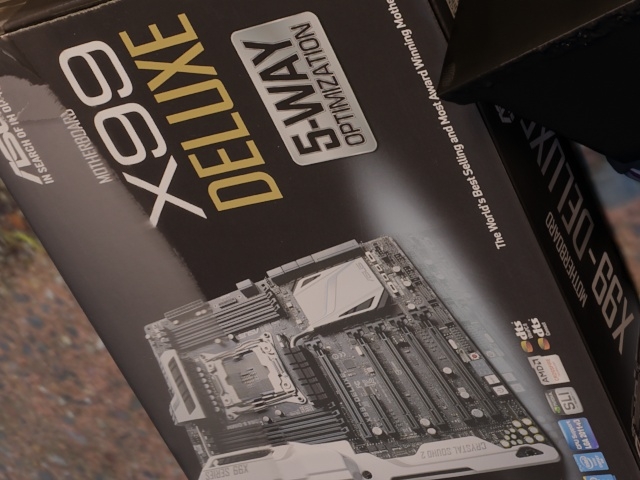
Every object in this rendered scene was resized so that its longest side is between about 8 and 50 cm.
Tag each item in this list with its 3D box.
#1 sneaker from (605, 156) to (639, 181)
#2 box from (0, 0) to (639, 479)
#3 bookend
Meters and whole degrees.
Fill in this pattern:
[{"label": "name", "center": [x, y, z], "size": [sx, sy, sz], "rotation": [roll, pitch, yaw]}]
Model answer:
[{"label": "sneaker", "center": [0.220, -0.012, 0.596], "size": [0.223, 0.083, 0.098], "rotation": [7, 139, 24]}, {"label": "box", "center": [0.000, 0.000, 0.706], "size": [0.242, 0.076, 0.307], "rotation": [-10, 121, 31]}, {"label": "bookend", "center": [0.150, -0.070, 0.526], "size": [0.157, 0.072, 0.156], "rotation": [22, 162, -21]}]
